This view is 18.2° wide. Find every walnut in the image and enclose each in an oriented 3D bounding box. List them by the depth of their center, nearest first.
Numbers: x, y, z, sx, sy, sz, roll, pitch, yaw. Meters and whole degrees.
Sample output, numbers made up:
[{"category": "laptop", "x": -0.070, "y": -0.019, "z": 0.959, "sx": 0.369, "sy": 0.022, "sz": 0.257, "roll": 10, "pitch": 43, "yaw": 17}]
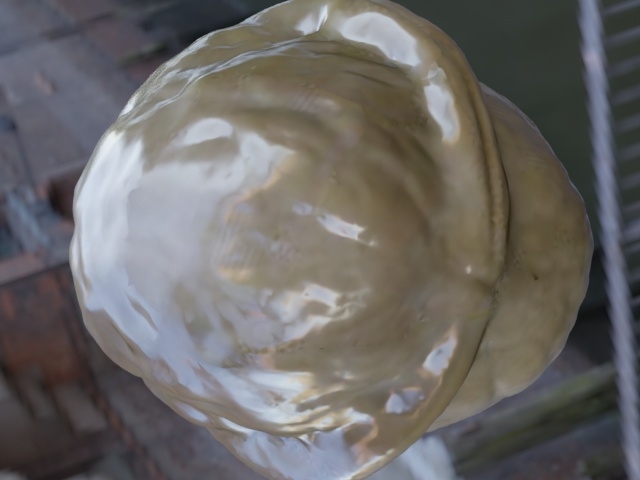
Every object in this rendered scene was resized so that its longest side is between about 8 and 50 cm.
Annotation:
[{"category": "walnut", "x": 0.000, "y": 0.000, "z": 1.421, "sx": 0.381, "sy": 0.381, "sz": 0.381, "roll": 56, "pitch": 157, "yaw": 39}]
